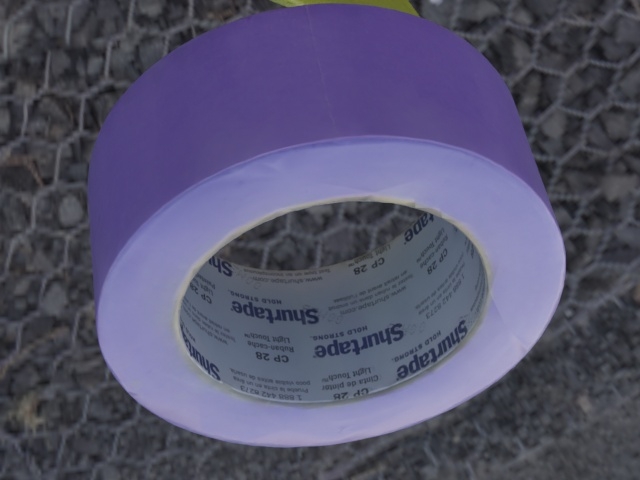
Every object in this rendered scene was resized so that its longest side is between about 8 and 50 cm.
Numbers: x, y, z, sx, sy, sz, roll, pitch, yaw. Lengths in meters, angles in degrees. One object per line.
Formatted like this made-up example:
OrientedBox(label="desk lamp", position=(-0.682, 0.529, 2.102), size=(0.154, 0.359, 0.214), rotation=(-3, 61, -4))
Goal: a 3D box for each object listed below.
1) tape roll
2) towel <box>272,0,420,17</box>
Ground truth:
OrientedBox(label="tape roll", position=(0.000, 0.000, 0.611), size=(0.189, 0.080, 0.189), rotation=(-6, 138, -5))
OrientedBox(label="towel", position=(-0.030, -0.133, 0.662), size=(0.021, 0.102, 0.237), rotation=(-44, 149, 23))
